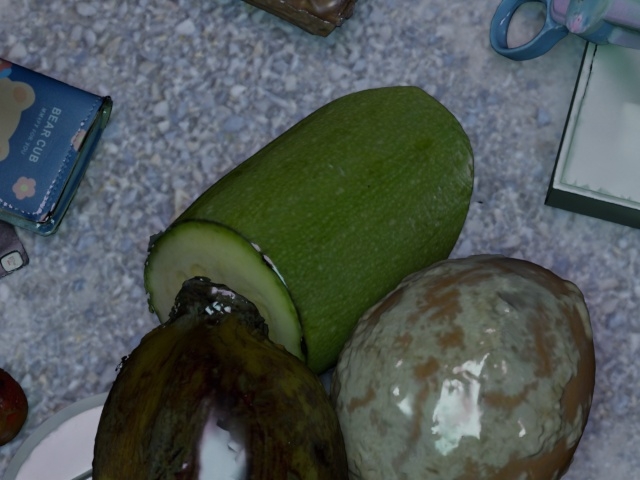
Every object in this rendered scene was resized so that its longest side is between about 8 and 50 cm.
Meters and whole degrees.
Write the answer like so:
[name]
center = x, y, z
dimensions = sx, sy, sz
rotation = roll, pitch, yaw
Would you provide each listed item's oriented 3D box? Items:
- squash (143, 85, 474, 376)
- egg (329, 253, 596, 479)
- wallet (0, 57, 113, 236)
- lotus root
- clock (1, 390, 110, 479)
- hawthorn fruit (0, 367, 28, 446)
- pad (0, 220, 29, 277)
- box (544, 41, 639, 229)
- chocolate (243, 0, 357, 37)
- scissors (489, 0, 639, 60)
[squash]
center = 0.000, 0.000, 1.568
dimensions = 0.189, 0.189, 0.260
rotation = 44, 49, 9
[egg]
center = 0.113, 0.121, 1.455
dimensions = 0.203, 0.203, 0.245
rotation = 39, 79, 8
[wallet]
center = -0.296, -0.094, 1.574
dimensions = 0.202, 0.059, 0.141
rotation = 21, 72, 3
[lotus root]
center = -0.078, 0.226, 1.364
dimensions = 0.196, 0.179, 0.398
rotation = -4, 81, 33
[clock]
center = -0.149, 0.236, 1.503
dimensions = 0.230, 0.083, 0.230
rotation = -1, 80, 4
[hawthorn fruit]
center = -0.277, 0.136, 1.529
dimensions = 0.077, 0.077, 0.077
rotation = 0, 80, 2
[pad]
center = -0.338, -0.041, 1.597
dimensions = 0.116, 0.004, 0.193
rotation = -26, 80, -2
[box]
center = 0.278, -0.126, 1.546
dimensions = 0.129, 0.086, 0.225
rotation = 15, 81, 4
[chocolate]
center = -0.117, -0.263, 1.597
dimensions = 0.329, 0.065, 0.102
rotation = 23, 51, 7
[scissors]
center = 0.222, -0.187, 1.489
dimensions = 0.030, 0.256, 0.125
rotation = 22, 95, -30
